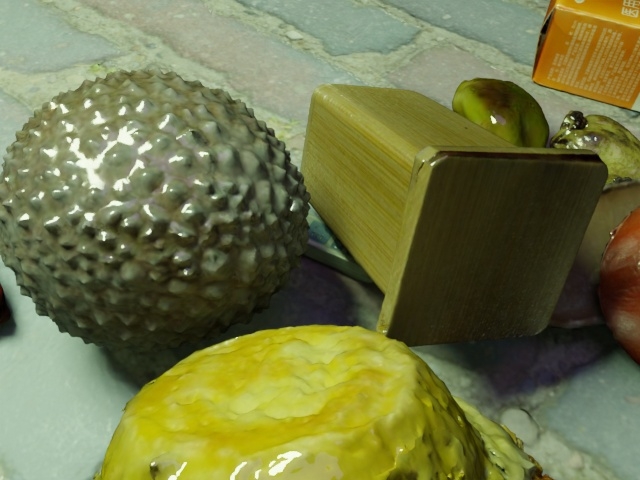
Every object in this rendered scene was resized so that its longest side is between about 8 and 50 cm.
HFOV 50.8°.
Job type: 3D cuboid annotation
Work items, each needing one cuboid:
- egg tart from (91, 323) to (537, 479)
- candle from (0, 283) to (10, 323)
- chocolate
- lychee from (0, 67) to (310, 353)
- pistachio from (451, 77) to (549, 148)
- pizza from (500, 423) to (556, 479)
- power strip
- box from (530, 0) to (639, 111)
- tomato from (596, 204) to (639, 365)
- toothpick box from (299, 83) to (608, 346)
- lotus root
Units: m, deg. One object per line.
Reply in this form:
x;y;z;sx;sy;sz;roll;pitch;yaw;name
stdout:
-0.023;0.175;0.504;0.387;0.169;0.388;-8;18;2;egg tart
-0.446;0.002;0.777;0.301;0.084;0.059;34;25;30;candle
0.318;0.017;0.779;0.261;0.083;0.161;-6;78;-12;chocolate
-0.158;-0.019;0.661;0.300;0.300;0.300;1;50;-2;lychee
0.248;-0.159;0.913;0.110;0.100;0.189;-9;50;-6;pistachio
0.156;0.287;0.539;0.161;0.086;0.305;-1;45;11;pizza
0.000;0.000;0.816;0.191;0.030;0.047;24;53;16;power strip
0.515;-0.312;1.025;0.341;0.143;0.225;20;52;12;box
0.410;0.048;0.706;0.225;0.085;0.225;2;75;-9;tomato
0.101;-0.054;0.710;0.187;0.190;0.308;-2;28;-22;toothpick box
0.383;-0.086;0.872;0.108;0.094;0.190;-44;71;-8;lotus root
